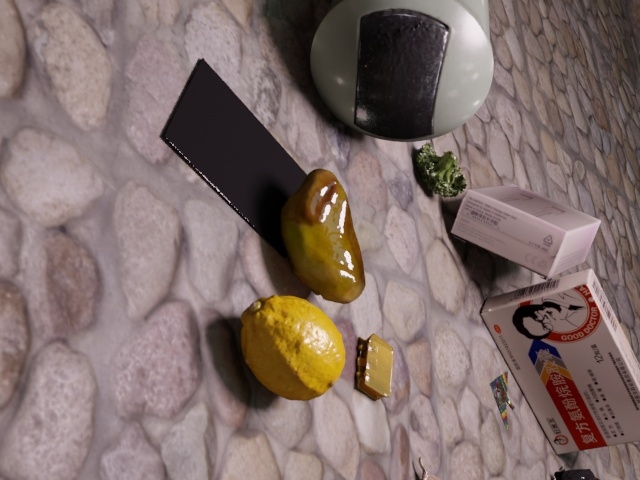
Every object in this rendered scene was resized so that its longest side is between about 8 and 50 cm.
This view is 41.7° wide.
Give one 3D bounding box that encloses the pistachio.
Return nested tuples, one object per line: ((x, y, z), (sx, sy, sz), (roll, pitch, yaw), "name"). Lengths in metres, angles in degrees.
((0.000, -0.001, 1.142), (0.110, 0.100, 0.189), (81, -6, -82), "pistachio")

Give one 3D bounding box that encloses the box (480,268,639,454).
((0.477, 0.238, 1.586), (0.353, 0.214, 0.069), (60, 34, -13), "box")

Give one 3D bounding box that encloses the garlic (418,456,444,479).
((0.177, 0.396, 1.211), (0.084, 0.066, 0.152), (41, 45, -33), "garlic")

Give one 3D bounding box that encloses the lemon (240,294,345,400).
((-0.036, 0.127, 1.011), (0.155, 0.114, 0.114), (45, 41, -25), "lemon")

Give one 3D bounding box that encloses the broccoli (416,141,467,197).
((0.222, -0.132, 1.533), (0.095, 0.092, 0.097), (20, 41, -19), "broccoli")

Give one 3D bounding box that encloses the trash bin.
((0.146, -0.365, 1.386), (0.280, 0.280, 0.432), (47, 36, -30), "trash bin")

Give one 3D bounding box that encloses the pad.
((-0.103, -0.111, 1.136), (0.245, 0.006, 0.170), (46, 40, -31), "pad")

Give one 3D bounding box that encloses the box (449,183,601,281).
((0.396, -0.023, 1.610), (0.252, 0.203, 0.106), (-9, 120, -58), "box")

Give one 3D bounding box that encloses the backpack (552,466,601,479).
((0.472, 0.502, 1.539), (0.165, 0.106, 0.120), (-40, 111, -58), "backpack")

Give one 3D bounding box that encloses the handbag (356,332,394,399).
((0.079, 0.184, 1.220), (0.061, 0.027, 0.083), (40, 44, -37), "handbag")

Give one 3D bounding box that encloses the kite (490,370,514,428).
((0.337, 0.283, 1.553), (0.090, 0.004, 0.122), (46, 40, -30), "kite")
